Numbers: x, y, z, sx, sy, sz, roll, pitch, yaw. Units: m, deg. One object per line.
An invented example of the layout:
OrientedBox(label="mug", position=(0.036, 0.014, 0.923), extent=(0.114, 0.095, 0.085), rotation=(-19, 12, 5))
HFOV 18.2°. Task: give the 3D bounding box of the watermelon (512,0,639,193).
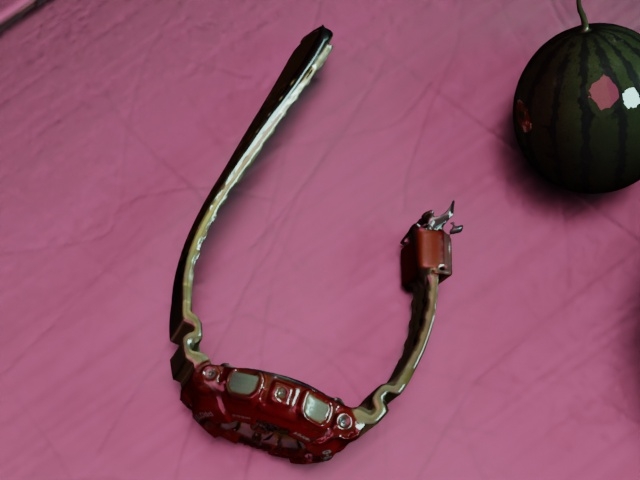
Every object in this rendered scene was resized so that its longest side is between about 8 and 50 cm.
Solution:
OrientedBox(label="watermelon", position=(0.174, -0.096, 1.271), extent=(0.105, 0.105, 0.133), rotation=(-10, 116, -5))

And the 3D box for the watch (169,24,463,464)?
OrientedBox(label="watch", position=(0.002, 0.009, 1.267), extent=(0.165, 0.102, 0.268), rotation=(28, 70, -4))
